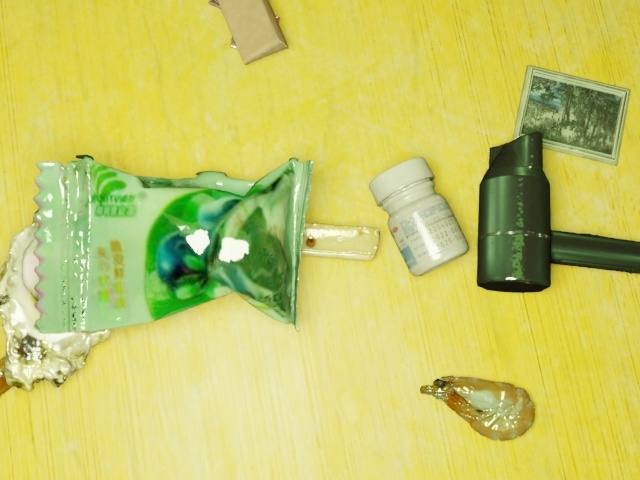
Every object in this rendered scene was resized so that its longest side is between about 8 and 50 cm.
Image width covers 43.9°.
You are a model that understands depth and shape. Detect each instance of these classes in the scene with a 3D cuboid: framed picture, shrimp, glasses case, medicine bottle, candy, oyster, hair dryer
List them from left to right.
[{"bbox_3d":[-0.393,0.059,1.229,0.201,0.107,0.355,36,66,-15],"label":"oyster"},{"bbox_3d":[-0.214,0.006,1.162,0.397,0.172,0.263,-1,90,-14],"label":"candy"},{"bbox_3d":[-0.127,-0.384,1.342,0.102,0.070,0.194,-26,82,21],"label":"glasses case"},{"bbox_3d":[0.155,-0.036,1.254,0.105,0.105,0.168,-24,81,-6],"label":"medicine bottle"},{"bbox_3d":[0.244,0.252,1.231,0.184,0.043,0.091,20,82,1],"label":"shrimp"},{"bbox_3d":[0.398,-0.033,1.275,0.302,0.116,0.244,8,78,-12],"label":"hair dryer"},{"bbox_3d":[0.427,-0.214,1.346,0.183,0.011,0.142,14,79,1],"label":"framed picture"}]

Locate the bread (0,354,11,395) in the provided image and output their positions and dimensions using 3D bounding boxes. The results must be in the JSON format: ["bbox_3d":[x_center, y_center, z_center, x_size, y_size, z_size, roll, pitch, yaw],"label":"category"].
[{"bbox_3d":[-0.491,0.211,1.217,0.083,0.036,0.047,-37,90,-10],"label":"bread"}]

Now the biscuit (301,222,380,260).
[{"bbox_3d":[0.000,0.000,1.269,0.187,0.052,0.056,3,89,1],"label":"biscuit"}]
